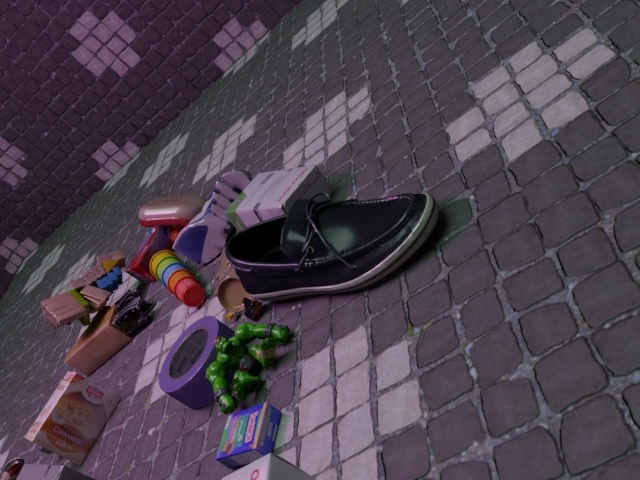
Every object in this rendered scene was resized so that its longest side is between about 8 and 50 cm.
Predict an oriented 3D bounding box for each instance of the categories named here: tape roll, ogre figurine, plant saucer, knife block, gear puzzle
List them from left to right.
[{"bbox_3d":[-0.612,0.273,1.876,0.242,0.088,0.275,-5,49,55],"label":"knife block"},{"bbox_3d":[-0.259,0.264,1.385,0.189,0.080,0.189,-35,29,23],"label":"tape roll"},{"bbox_3d":[-0.202,0.127,1.497,0.083,0.083,0.015,-39,-7,18],"label":"plant saucer"},{"bbox_3d":[-0.156,0.238,1.262,0.118,0.097,0.197,18,84,42],"label":"ogre figurine"},{"bbox_3d":[-0.196,0.024,1.653,0.175,0.044,0.339,-41,25,17],"label":"gear puzzle"}]

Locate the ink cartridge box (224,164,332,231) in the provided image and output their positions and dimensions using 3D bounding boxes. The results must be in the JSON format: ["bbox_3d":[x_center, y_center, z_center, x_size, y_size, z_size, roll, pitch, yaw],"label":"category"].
[{"bbox_3d":[-0.103,-0.095,1.554,0.219,0.092,0.160,-1,42,45],"label":"ink cartridge box"}]

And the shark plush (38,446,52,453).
[{"bbox_3d":[-0.675,0.500,1.697,0.161,0.067,0.073,-54,27,-10],"label":"shark plush"}]

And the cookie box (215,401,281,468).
[{"bbox_3d":[-0.127,0.346,1.127,0.107,0.040,0.092,-27,33,34],"label":"cookie box"}]

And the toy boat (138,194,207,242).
[{"bbox_3d":[-0.456,-0.057,2.032,0.231,0.151,0.151,-2,23,18],"label":"toy boat"}]

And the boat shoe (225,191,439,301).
[{"bbox_3d":[0.000,0.000,1.256,0.500,0.156,0.186,-16,37,39],"label":"boat shoe"}]

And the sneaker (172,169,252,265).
[{"bbox_3d":[-0.281,-0.081,1.839,0.315,0.127,0.182,-52,6,18],"label":"sneaker"}]

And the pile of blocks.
[{"bbox_3d":[-0.697,0.173,1.958,0.362,0.149,0.112,-56,-19,-53],"label":"pile of blocks"}]

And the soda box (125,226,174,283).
[{"bbox_3d":[-0.536,0.013,2.109,0.092,0.083,0.263,-21,39,43],"label":"soda box"}]

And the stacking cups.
[{"bbox_3d":[-0.400,0.103,1.781,0.096,0.096,0.316,-53,27,-8],"label":"stacking cups"}]

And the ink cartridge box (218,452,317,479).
[{"bbox_3d":[-0.136,0.461,0.907,0.283,0.117,0.207,-35,30,24],"label":"ink cartridge box"}]

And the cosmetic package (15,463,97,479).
[{"bbox_3d":[-0.635,0.596,1.479,0.238,0.107,0.127,-17,43,41],"label":"cosmetic package"}]

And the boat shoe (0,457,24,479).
[{"bbox_3d":[-0.888,0.676,1.802,0.137,0.049,0.043,-49,30,4],"label":"boat shoe"}]

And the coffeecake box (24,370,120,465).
[{"bbox_3d":[-0.623,0.448,1.607,0.068,0.142,0.185,-9,47,50],"label":"coffeecake box"}]

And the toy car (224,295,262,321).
[{"bbox_3d":[-0.174,0.148,1.441,0.122,0.060,0.040,-3,19,46],"label":"toy car"}]
